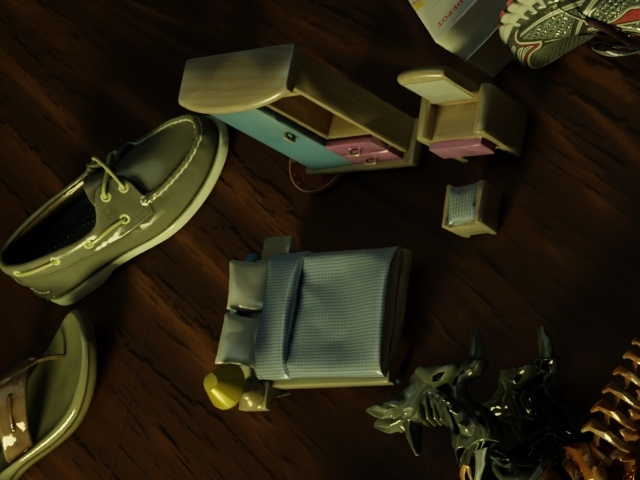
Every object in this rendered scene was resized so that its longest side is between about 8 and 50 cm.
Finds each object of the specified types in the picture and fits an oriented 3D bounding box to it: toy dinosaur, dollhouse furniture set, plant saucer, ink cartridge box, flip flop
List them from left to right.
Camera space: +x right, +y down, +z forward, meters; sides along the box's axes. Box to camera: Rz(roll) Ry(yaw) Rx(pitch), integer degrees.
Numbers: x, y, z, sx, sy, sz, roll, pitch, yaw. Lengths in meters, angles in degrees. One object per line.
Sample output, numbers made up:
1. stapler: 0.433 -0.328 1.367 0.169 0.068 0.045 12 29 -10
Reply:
1. flip flop: -0.335 0.185 2.034 0.277 0.080 0.112 -45 43 22
2. dollhouse furniture set: 0.000 0.000 1.693 0.286 0.198 0.303 -4 70 41
3. plant saucer: 0.003 -0.086 1.879 0.083 0.013 0.083 -21 57 37
4. ink cartridge box: 0.145 -0.230 1.750 0.092 0.090 0.143 -45 46 20
5. toy dinosaur: 0.172 0.192 1.478 0.322 0.164 0.218 -42 54 17

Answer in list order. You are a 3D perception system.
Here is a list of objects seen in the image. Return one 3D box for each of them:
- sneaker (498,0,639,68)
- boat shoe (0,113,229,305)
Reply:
1. sneaker: 0.273 -0.198 1.593 0.299 0.121 0.112 -18 89 48
2. boat shoe: -0.225 -0.040 2.028 0.305 0.091 0.109 -39 47 25
